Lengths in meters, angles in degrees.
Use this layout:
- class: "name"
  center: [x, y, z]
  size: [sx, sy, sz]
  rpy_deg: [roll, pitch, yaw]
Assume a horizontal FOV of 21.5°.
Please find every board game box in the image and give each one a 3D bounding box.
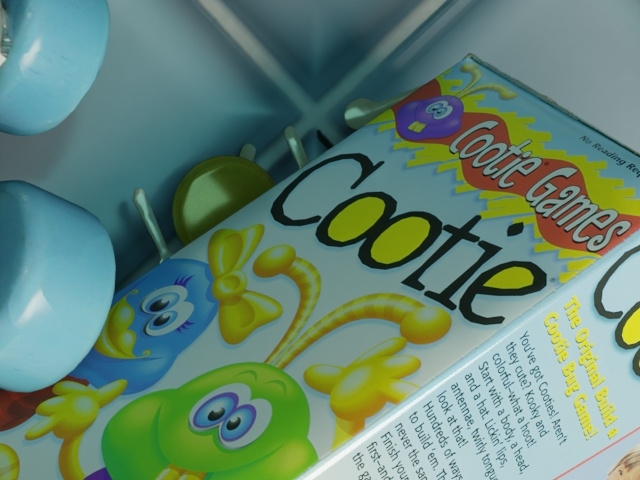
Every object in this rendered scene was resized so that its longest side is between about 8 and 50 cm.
- class: "board game box"
  center: [0.007, 0.078, 0.638]
  size: [0.275, 0.142, 0.144]
  rpy_deg: [-34, 130, -13]

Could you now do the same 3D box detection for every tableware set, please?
- class: "tableware set"
  center: [0.000, 0.000, 0.734]
  size: [0.154, 0.024, 0.104]
  rpy_deg: [-22, 95, -15]

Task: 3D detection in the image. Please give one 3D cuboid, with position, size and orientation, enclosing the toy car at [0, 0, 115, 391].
- class: "toy car"
  center: [-0.233, -0.029, 0.611]
  size: [0.219, 0.238, 0.210]
  rpy_deg: [26, 48, -44]
